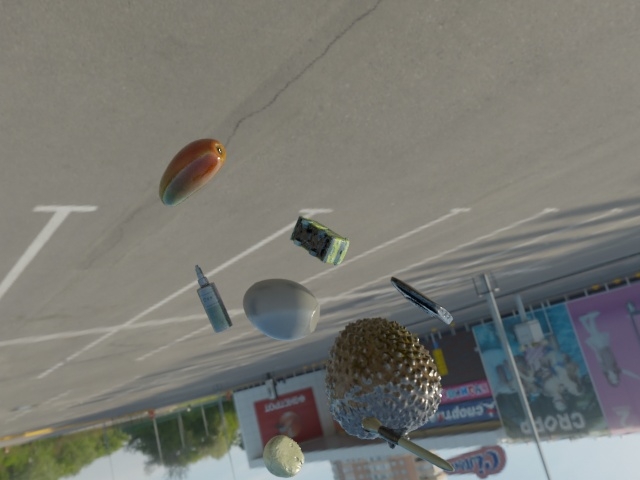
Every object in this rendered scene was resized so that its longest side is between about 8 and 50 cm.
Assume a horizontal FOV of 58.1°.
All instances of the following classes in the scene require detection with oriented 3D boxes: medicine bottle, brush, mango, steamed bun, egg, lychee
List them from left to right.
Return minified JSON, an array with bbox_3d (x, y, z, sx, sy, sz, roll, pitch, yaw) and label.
[{"bbox_3d":[-0.404,-0.204,1.761,0.289,0.129,0.146,-44,-159,21],"label":"mango"},{"bbox_3d":[-0.312,0.161,1.630,0.057,0.199,0.057,-22,-175,2],"label":"medicine bottle"},{"bbox_3d":[-0.119,0.199,1.690,0.231,0.176,0.176,18,180,21],"label":"egg"},{"bbox_3d":[-0.122,0.677,1.787,0.091,0.130,0.112,-48,179,40],"label":"steamed bun"},{"bbox_3d":[0.200,0.459,1.891,0.380,0.433,0.380,-13,159,-5],"label":"lychee"},{"bbox_3d":[0.197,0.481,1.360,0.042,0.039,0.299,18,177,-35],"label":"brush"}]

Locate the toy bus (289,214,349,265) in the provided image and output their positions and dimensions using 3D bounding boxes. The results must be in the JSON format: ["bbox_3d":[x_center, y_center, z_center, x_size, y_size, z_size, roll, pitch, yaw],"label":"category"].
[{"bbox_3d":[0.000,0.000,1.680,0.101,0.088,0.175,15,-167,-43],"label":"toy bus"}]

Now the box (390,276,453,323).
[{"bbox_3d":[0.323,0.194,1.850,0.042,0.201,0.212,-56,149,-4],"label":"box"}]
